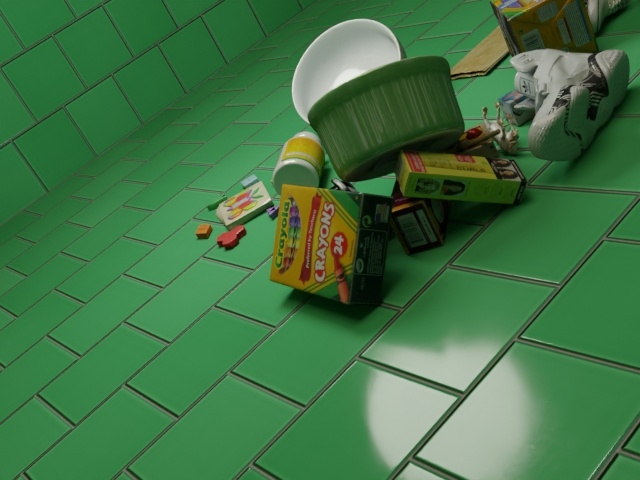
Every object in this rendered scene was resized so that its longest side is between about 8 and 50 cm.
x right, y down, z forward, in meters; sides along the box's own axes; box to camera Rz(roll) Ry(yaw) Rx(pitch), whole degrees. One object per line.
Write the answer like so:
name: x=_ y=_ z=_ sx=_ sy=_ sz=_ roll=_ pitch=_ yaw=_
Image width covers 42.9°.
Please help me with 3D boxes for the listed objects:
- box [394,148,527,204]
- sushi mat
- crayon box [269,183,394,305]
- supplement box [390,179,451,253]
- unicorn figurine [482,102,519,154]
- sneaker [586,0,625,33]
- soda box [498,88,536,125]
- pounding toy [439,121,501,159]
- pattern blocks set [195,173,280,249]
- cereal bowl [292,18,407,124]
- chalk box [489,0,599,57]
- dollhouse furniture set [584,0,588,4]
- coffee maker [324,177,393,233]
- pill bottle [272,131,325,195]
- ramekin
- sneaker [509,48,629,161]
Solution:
box: x=0.261 y=-0.119 z=1.529 sx=0.232 sy=0.058 sz=0.087 roll=4 pitch=36 yaw=-11
sushi mat: x=0.486 y=-0.538 z=2.266 sx=0.316 sy=0.019 sz=0.151 roll=-43 pitch=28 yaw=-28
crayon box: x=0.000 y=0.000 z=1.574 sx=0.081 sy=0.202 sz=0.318 roll=5 pitch=3 yaw=-35
supplement box: x=0.198 y=-0.073 z=1.607 sx=0.080 sy=0.104 sz=0.188 roll=-16 pitch=29 yaw=25
unicorn figurine: x=0.384 y=-0.238 z=1.743 sx=0.060 sy=0.111 sz=0.162 roll=-13 pitch=43 yaw=10
sneaker: x=0.730 y=-0.615 z=2.077 sx=0.091 sy=0.094 sz=0.258 roll=10 pitch=51 yaw=19
soda box: x=0.494 y=-0.331 z=1.824 sx=0.183 sy=0.063 sz=0.058 roll=-31 pitch=25 yaw=-5
pounding toy: x=0.317 y=-0.187 z=1.697 sx=0.130 sy=0.100 sz=0.141 roll=-24 pitch=26 yaw=12
pattern blocks set: x=-0.202 y=-0.090 z=2.142 sx=0.285 sy=0.026 sz=0.325 roll=-36 pitch=26 yaw=-15
cereal bowl: x=0.097 y=-0.428 z=2.239 sx=0.339 sy=0.141 sz=0.339 roll=-11 pitch=67 yaw=29
chalk box: x=0.547 y=-0.549 z=2.038 sx=0.179 sy=0.180 sz=0.289 roll=-23 pitch=27 yaw=12
dollhouse furniture set: x=0.707 y=-0.639 z=2.240 sx=0.114 sy=0.091 sz=0.081 roll=-77 pitch=7 yaw=-85
coffee maker: x=0.050 y=-0.031 z=1.697 sx=0.171 sy=0.120 sz=0.178 roll=-55 pitch=26 yaw=0
pill bottle: x=-0.050 y=-0.195 z=2.073 sx=0.117 sy=0.118 sz=0.208 roll=-20 pitch=27 yaw=18
ramekin: x=0.139 y=-0.232 z=1.630 sx=0.303 sy=0.148 sz=0.303 roll=-20 pitch=-8 yaw=-3
sneaker: x=0.460 y=-0.279 z=1.645 sx=0.210 sy=0.137 sz=0.366 roll=15 pitch=43 yaw=38
